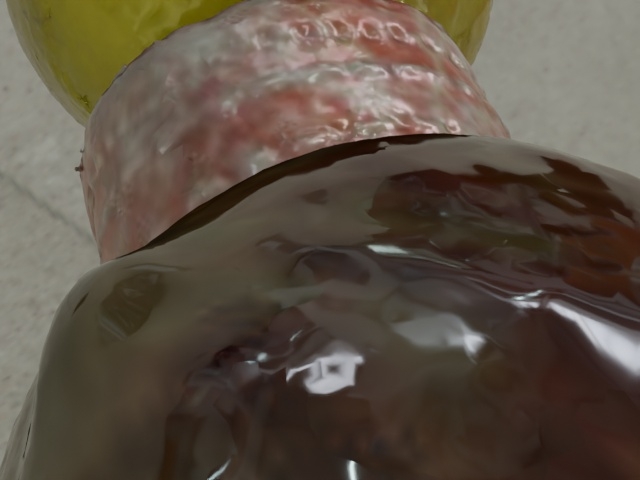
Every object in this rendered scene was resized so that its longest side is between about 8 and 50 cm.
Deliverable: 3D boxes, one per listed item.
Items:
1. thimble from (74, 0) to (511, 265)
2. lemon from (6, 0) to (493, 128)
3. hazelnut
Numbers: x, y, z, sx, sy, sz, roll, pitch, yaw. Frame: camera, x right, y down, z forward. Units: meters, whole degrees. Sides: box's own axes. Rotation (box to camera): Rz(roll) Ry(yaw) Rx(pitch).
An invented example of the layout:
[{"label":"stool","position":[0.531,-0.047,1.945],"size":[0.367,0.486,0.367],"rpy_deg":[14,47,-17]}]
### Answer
[{"label":"thimble","position":[0.000,0.000,0.927],"size":[0.239,0.239,0.162],"rpy_deg":[10,41,-32]},{"label":"lemon","position":[-0.042,-0.167,1.064],"size":[0.297,0.297,0.297],"rpy_deg":[13,65,-31]},{"label":"hazelnut","position":[0.059,0.161,0.587],"size":[0.421,0.353,0.420],"rpy_deg":[17,69,-52]}]
